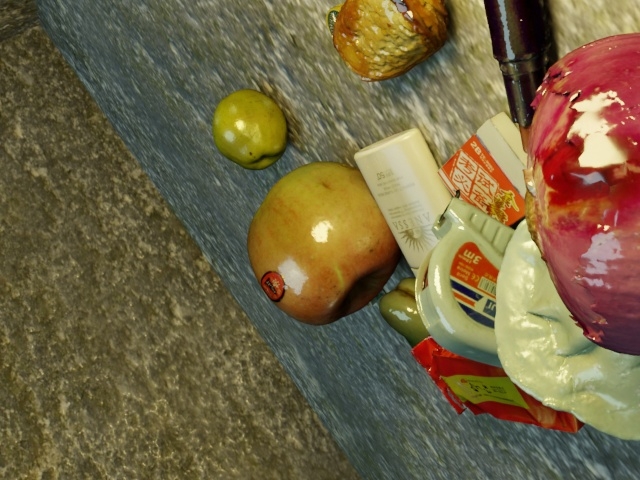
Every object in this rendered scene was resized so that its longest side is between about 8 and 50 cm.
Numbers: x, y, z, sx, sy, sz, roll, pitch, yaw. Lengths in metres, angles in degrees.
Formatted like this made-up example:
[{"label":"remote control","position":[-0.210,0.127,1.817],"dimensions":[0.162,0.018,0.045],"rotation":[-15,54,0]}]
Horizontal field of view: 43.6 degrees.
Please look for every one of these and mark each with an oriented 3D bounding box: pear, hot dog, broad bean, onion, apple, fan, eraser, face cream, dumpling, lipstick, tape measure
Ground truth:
[{"label":"pear","position":[-0.172,-0.266,1.941],"dimensions":[0.198,0.198,0.198],"rotation":[47,156,28]},{"label":"hot dog","position":[0.113,-0.357,1.285],"dimensions":[0.175,0.114,0.259],"rotation":[54,161,-4]},{"label":"broad bean","position":[0.247,0.198,1.782],"dimensions":[0.263,0.121,0.189],"rotation":[51,158,-24]},{"label":"onion","position":[0.377,-0.060,0.898],"dimensions":[0.358,0.345,0.358],"rotation":[158,90,-80]},{"label":"apple","position":[0.000,0.000,1.721],"dimensions":[0.305,0.338,0.338],"rotation":[48,157,20]},{"label":"fan","position":[0.072,-0.380,1.442],"dimensions":[0.155,0.039,0.082],"rotation":[33,147,46]},{"label":"eraser","position":[0.291,-0.101,1.340],"dimensions":[0.157,0.038,0.230],"rotation":[55,159,7]},{"label":"face cream","position":[0.200,-0.039,1.552],"dimensions":[0.174,0.081,0.348],"rotation":[-14,107,50]},{"label":"dumpling","position":[0.421,0.119,1.157],"dimensions":[0.270,0.212,0.320],"rotation":[-63,37,24]},{"label":"lipstick","position":[0.278,-0.254,1.100],"dimensions":[0.081,0.081,0.299],"rotation":[29,144,52]},{"label":"tape measure","position":[0.273,0.078,1.322],"dimensions":[0.243,0.246,0.125],"rotation":[28,159,2]}]

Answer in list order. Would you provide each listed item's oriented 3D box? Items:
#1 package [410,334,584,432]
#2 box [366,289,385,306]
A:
[{"label":"package","position":[0.351,0.251,1.533],"dimensions":[0.196,0.123,0.423],"rotation":[51,158,-8]},{"label":"box","position":[0.105,0.149,2.087],"dimensions":[0.041,0.050,0.207],"rotation":[55,159,-3]}]
